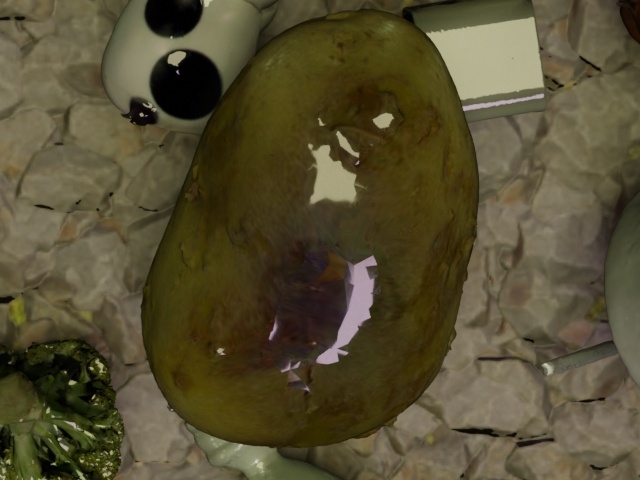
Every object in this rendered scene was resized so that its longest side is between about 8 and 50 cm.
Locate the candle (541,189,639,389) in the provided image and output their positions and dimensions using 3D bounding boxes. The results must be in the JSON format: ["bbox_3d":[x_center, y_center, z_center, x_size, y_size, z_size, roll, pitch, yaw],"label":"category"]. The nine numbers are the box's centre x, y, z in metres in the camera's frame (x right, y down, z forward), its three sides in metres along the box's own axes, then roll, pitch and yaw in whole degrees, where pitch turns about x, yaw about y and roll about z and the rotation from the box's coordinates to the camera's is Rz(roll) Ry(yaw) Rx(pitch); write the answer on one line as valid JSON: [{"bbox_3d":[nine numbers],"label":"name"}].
[{"bbox_3d":[0.323,0.021,1.173,0.221,0.342,0.221,8,72,-27],"label":"candle"}]

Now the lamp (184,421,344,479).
[{"bbox_3d":[-0.020,0.187,1.270,0.106,0.106,0.193,-32,90,3],"label":"lamp"}]

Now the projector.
[{"bbox_3d":[0.104,-0.124,1.225,0.082,0.083,0.083,-10,100,-2],"label":"projector"}]

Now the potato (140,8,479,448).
[{"bbox_3d":[0.000,0.000,1.158,0.210,0.173,0.307,13,115,-5],"label":"potato"}]

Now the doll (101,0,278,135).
[{"bbox_3d":[-0.080,-0.159,1.201,0.110,0.107,0.181,18,92,15],"label":"doll"}]

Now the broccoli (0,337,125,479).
[{"bbox_3d":[-0.197,0.127,1.235,0.130,0.120,0.131,6,66,11],"label":"broccoli"}]

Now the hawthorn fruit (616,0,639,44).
[{"bbox_3d":[0.296,-0.220,1.158,0.248,0.208,0.208,-27,100,10],"label":"hawthorn fruit"}]
